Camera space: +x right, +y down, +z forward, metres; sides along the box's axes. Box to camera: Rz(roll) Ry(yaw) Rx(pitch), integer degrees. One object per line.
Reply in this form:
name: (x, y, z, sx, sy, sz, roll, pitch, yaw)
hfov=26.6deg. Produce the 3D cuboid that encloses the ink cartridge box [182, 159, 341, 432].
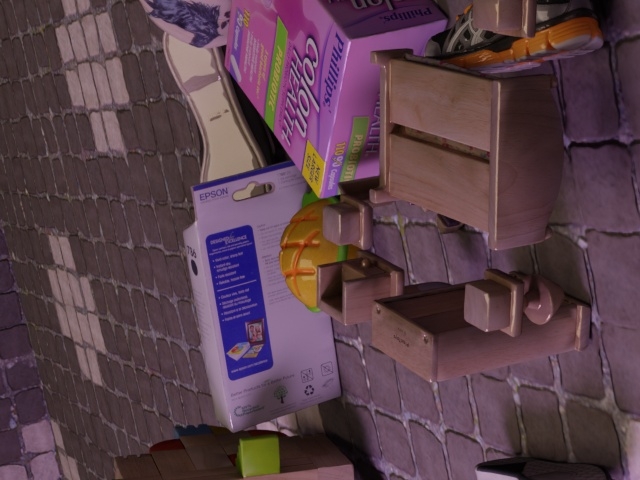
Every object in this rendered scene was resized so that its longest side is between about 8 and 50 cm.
ink cartridge box: (-0.076, 0.064, 1.720, 0.065, 0.165, 0.332, 26, 126, 60)

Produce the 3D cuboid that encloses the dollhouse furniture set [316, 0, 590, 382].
dollhouse furniture set: (0.139, -0.074, 1.221, 0.303, 0.174, 0.355, 27, 121, 57)

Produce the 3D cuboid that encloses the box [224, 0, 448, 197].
box: (0.007, -0.209, 1.441, 0.243, 0.117, 0.213, 55, 149, 35)

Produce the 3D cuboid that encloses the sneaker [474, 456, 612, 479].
sneaker: (0.225, 0.299, 1.308, 0.226, 0.086, 0.163, 158, 106, -75)

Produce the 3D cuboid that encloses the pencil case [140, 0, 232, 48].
pencil case: (-0.135, -0.386, 1.494, 0.410, 0.160, 0.183, 95, -166, -63)

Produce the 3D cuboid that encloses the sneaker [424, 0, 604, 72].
sneaker: (0.164, -0.191, 1.180, 0.215, 0.084, 0.083, -6, 93, 57)

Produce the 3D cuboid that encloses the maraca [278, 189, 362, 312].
maraca: (0.000, 0.000, 1.611, 0.127, 0.099, 0.185, -54, 32, 41)

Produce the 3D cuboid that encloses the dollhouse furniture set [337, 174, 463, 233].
dollhouse furniture set: (0.087, -0.056, 1.374, 0.091, 0.114, 0.081, 60, 148, 32)

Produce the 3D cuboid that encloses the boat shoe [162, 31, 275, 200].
boat shoe: (-0.111, -0.143, 1.783, 0.112, 0.095, 0.335, -11, 100, 29)

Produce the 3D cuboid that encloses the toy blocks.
toy blocks: (-0.128, 0.321, 1.792, 0.261, 0.381, 0.190, -153, 60, -72)
